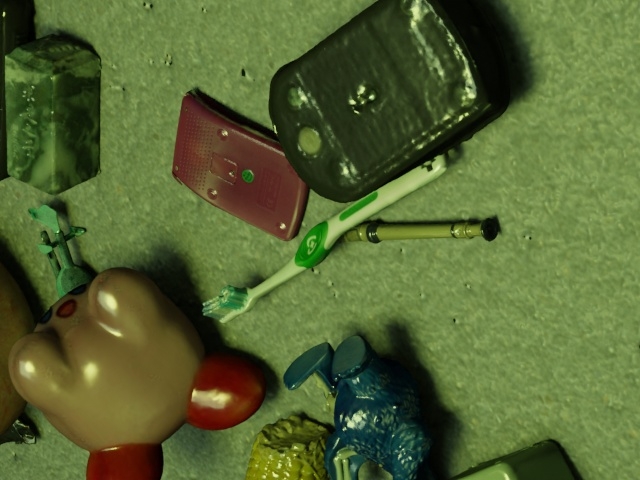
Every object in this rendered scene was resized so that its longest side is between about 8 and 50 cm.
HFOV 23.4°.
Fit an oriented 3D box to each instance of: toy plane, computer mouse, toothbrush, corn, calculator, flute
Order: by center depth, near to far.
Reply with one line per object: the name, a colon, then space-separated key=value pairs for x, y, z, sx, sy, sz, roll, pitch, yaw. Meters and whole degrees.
computer mouse: x=0.073 y=-0.155 z=1.587 sx=0.269 sy=0.100 sz=0.170 roll=-31 pitch=89 yaw=38
flute: x=0.093 y=-0.009 z=1.696 sx=0.233 sy=0.027 sz=0.027 roll=-1 pitch=111 yaw=41
toothbrush: x=0.004 y=0.001 z=1.742 sx=0.418 sy=0.040 sz=0.042 roll=-33 pitch=50 yaw=40
calculator: x=-0.097 y=-0.085 z=1.815 sx=0.190 sy=0.034 sz=0.126 roll=30 pitch=126 yaw=25
corn: x=-0.042 y=0.382 z=1.943 sx=0.131 sy=0.131 sz=0.344 roll=20 pitch=122 yaw=32
toy plane: x=-0.327 y=0.059 z=2.070 sx=0.096 sy=0.060 sz=0.235 roll=12 pitch=124 yaw=51

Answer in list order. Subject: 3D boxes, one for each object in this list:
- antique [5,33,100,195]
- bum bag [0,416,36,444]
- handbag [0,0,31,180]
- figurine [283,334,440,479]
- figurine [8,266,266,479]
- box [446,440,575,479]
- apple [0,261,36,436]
antique: x=-0.336 y=-0.162 z=1.938 sx=0.088 sy=0.086 sz=0.183 roll=23 pitch=125 yaw=29
bum bag: x=-0.470 y=0.283 z=2.315 sx=0.124 sy=0.034 sz=0.058 roll=-9 pitch=115 yaw=43
handbag: x=-0.483 y=-0.233 z=2.034 sx=0.244 sy=0.088 sz=0.275 roll=30 pitch=129 yaw=31
figurine: x=0.073 y=0.217 z=1.778 sx=0.164 sy=0.121 sz=0.262 roll=12 pitch=136 yaw=43
figurine: x=-0.251 y=0.170 z=1.950 sx=0.261 sy=0.270 sz=0.211 roll=49 pitch=175 yaw=-12
box: x=0.200 y=0.287 z=1.699 sx=0.172 sy=0.124 sz=0.093 roll=-30 pitch=80 yaw=43
apple: x=-0.541 y=0.137 z=2.116 sx=0.269 sy=0.345 sz=0.344 roll=-21 pitch=97 yaw=20
